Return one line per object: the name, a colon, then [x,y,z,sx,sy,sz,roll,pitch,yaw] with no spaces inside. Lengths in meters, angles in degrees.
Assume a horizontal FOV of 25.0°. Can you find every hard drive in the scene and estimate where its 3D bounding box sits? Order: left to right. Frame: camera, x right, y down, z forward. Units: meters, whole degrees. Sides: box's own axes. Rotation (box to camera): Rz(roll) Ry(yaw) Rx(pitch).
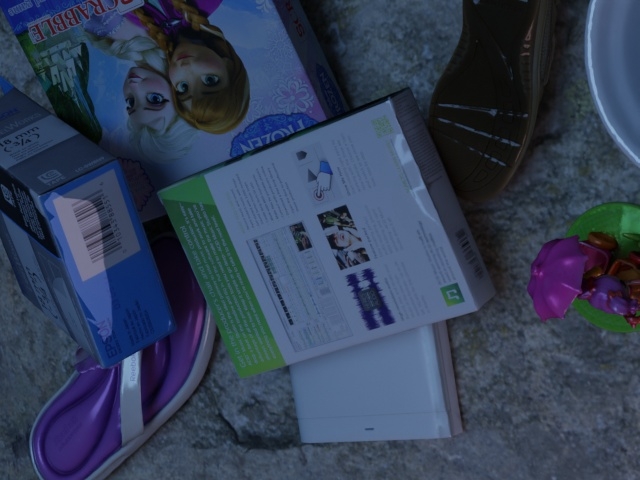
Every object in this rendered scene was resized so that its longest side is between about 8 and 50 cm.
hard drive: [0.042,0.066,1.590,0.203,0.040,0.308,-8,92,37]

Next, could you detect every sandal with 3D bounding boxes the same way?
sandal: [-0.255,0.173,1.781,0.169,0.102,0.416,44,118,23]

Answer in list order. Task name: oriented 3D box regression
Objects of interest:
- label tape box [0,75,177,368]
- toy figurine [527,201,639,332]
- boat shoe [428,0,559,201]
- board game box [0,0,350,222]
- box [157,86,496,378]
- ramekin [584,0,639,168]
label tape box: [-0.318,-0.030,1.681,0.333,0.106,0.241,32,145,48]
toy figurine: [0.267,0.044,1.347,0.173,0.159,0.130,29,112,29]
boat shoe: [0.182,-0.181,1.422,0.109,0.098,0.302,21,123,24]
board game box: [-0.162,-0.200,1.594,0.318,0.066,0.318,-18,107,29]
box: [0.000,0.000,1.521,0.322,0.058,0.232,-19,98,33]
ramekin: [0.382,-0.174,1.249,0.277,0.135,0.277,5,99,35]
